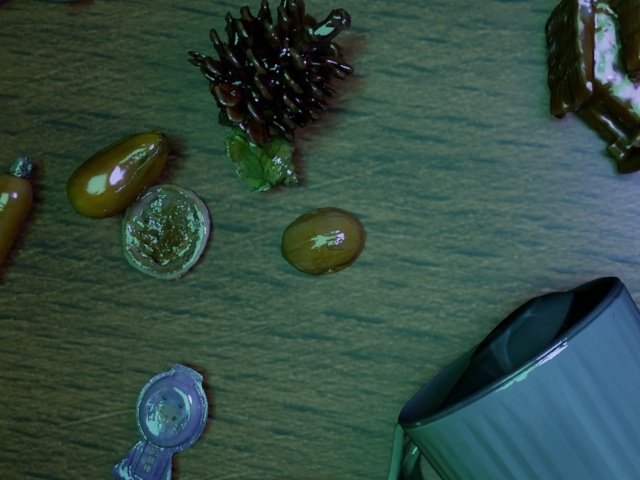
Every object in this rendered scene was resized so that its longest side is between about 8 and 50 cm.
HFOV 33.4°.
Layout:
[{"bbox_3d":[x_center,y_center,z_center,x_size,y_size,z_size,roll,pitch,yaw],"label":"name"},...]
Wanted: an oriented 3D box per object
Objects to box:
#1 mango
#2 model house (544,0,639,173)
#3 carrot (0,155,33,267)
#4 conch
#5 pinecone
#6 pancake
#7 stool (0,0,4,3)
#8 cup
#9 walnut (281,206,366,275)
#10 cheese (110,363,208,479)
[{"bbox_3d":[-0.277,-0.092,1.485,0.159,0.105,0.084,-29,115,-5],"label":"mango"},{"bbox_3d":[0.388,-0.231,1.312,0.229,0.199,0.220,41,85,4],"label":"model house"},{"bbox_3d":[-0.486,0.033,1.541,0.069,0.069,0.336,24,97,10],"label":"carrot"},{"bbox_3d":[-0.081,-0.108,1.455,0.121,0.074,0.089,35,99,8],"label":"conch"},{"bbox_3d":[-0.055,-0.234,1.405,0.212,0.168,0.186,-40,93,-8],"label":"pinecone"},{"bbox_3d":[-0.222,-0.014,1.508,0.139,0.022,0.140,0,89,11],"label":"pancake"},{"bbox_3d":[-0.533,-0.398,1.512,0.228,0.139,0.153,-39,82,6],"label":"stool"},{"bbox_3d":[0.298,0.280,1.304,0.310,0.401,0.392,-33,88,-25],"label":"cup"},{"bbox_3d":[0.000,0.000,1.451,0.121,0.052,0.091,-17,84,8],"label":"walnut"},{"bbox_3d":[-0.219,0.265,1.497,0.105,0.042,0.191,23,96,12],"label":"cheese"}]
